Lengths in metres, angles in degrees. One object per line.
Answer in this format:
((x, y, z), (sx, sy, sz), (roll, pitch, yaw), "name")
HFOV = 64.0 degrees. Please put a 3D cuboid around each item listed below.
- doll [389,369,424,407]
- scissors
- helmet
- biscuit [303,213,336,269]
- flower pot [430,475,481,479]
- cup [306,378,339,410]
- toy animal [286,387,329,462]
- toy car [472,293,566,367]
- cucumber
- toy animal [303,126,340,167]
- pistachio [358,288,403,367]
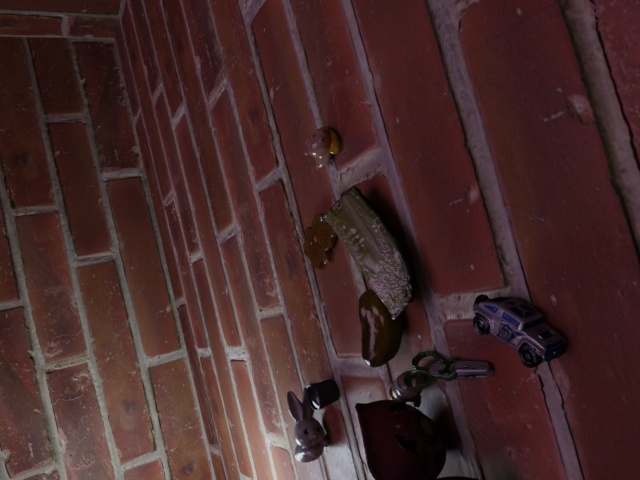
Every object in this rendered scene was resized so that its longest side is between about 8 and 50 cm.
((0.210, 0.348, 1.193), (0.084, 0.073, 0.127), (59, 150, 20), "doll")
((0.269, 0.272, 1.079), (0.204, 0.101, 0.027), (-17, 122, 46), "scissors")
((0.191, 0.445, 1.131), (0.198, 0.154, 0.253), (-101, -13, -45), "helmet")
((-0.002, -0.001, 1.469), (0.133, 0.027, 0.184), (48, 136, 42), "biscuit")
((0.256, 0.657, 1.031), (0.251, 0.380, 0.379), (105, 146, -72), "flower pot")
((0.002, 0.465, 1.573), (0.100, 0.077, 0.078), (20, 117, 55), "cup")
((-0.041, 0.597, 1.665), (0.131, 0.104, 0.220), (6, 106, 60), "toy animal")
((0.340, 0.148, 0.898), (0.171, 0.080, 0.070), (38, 129, 49), "toy car")
((0.133, 0.027, 1.187), (0.145, 0.105, 0.325), (-46, 57, 24), "cucumber")
((-0.008, -0.249, 1.339), (0.114, 0.082, 0.091), (-49, 57, 54), "toy animal")
((0.146, 0.209, 1.232), (0.110, 0.100, 0.189), (-4, 88, 37), "pistachio")
